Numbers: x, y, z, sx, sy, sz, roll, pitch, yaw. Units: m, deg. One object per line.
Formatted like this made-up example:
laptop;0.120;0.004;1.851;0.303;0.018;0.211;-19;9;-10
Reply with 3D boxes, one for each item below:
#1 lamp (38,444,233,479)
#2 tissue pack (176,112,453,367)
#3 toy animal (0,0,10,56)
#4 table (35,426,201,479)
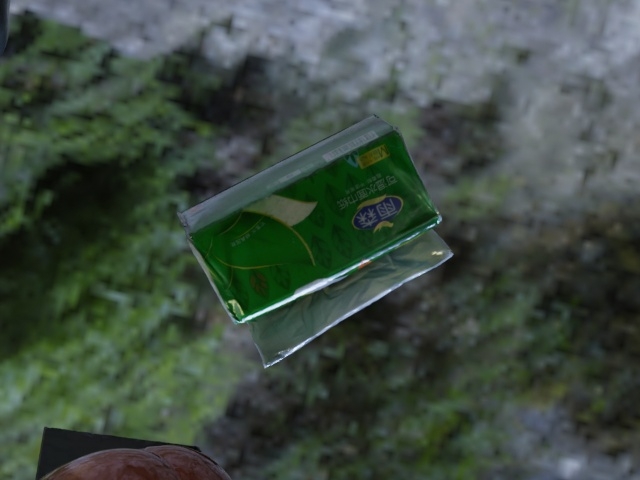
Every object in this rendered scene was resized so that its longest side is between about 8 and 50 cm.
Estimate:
lamp;-0.110;0.214;1.128;0.164;0.188;0.187;-33;-150;38
tissue pack;-0.001;0.001;1.764;0.156;0.209;0.148;63;-3;-14
toy animal;-0.213;-0.082;0.785;0.245;0.146;0.114;-47;154;17
table;-0.225;0.322;2.090;0.193;0.169;0.172;107;-10;-63
